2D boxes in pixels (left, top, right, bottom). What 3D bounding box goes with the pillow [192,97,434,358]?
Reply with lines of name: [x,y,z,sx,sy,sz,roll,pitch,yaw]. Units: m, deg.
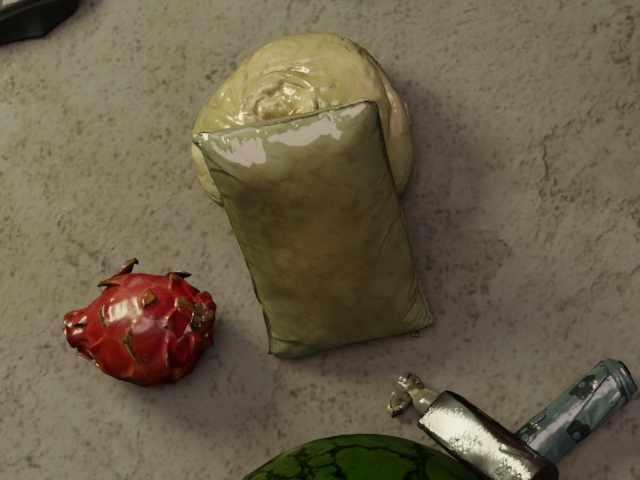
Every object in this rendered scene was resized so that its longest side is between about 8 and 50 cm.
pillow: [0.000,0.000,1.292,0.185,0.302,0.075,-12,34,7]

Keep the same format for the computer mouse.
computer mouse: [-0.392,-0.299,1.490,0.231,0.071,0.126,-13,76,5]

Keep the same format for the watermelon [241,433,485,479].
watermelon: [0.039,0.340,1.147,0.364,0.363,0.363,-2,77,7]

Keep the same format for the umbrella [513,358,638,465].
umbrella: [0.224,0.215,1.305,0.250,0.052,0.053,-41,84,-3]

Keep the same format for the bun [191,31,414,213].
bun: [-0.014,-0.112,1.361,0.244,0.153,0.243,-1,82,7]

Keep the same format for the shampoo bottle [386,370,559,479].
shampoo bottle: [0.148,0.199,1.280,0.063,0.057,0.208,-50,46,-6]

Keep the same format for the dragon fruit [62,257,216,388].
dragon fruit: [-0.190,0.097,1.351,0.166,0.133,0.136,-7,34,4]
